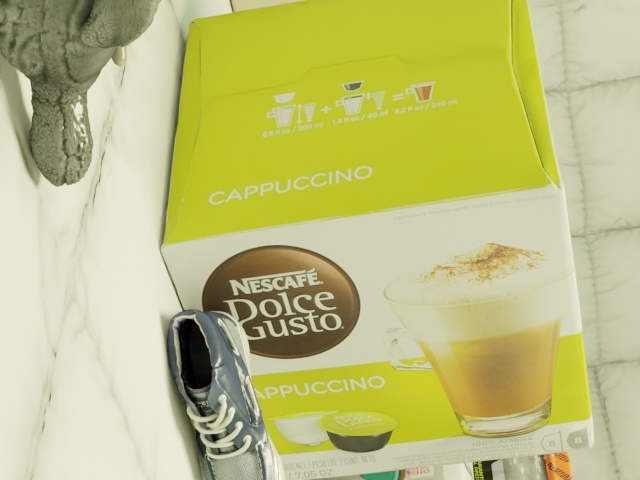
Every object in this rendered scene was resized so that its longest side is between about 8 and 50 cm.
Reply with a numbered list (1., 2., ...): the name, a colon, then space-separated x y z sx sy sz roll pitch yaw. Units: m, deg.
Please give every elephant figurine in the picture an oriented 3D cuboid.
1. elephant figurine: -0.138 -0.163 0.778 0.186 0.169 0.239 17 78 -51

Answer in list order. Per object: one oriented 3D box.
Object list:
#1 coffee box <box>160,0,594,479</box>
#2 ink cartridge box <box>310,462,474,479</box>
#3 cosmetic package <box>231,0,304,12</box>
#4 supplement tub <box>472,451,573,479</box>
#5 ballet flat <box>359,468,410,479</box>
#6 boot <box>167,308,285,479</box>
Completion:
1. coffee box: 0.062 -0.014 1.344 0.338 0.337 0.334 -89 168 -47
2. ink cartridge box: 0.061 0.262 1.502 0.283 0.207 0.117 -89 168 -54
3. cosmetic package: -0.044 -0.383 1.697 0.113 0.160 0.309 -85 163 -61
4. supplement tub: 0.154 0.342 1.709 0.193 0.316 0.194 -9 90 -82
5. ballet flat: 0.033 0.185 1.459 0.079 0.221 0.077 0 111 -44
6. boot: -0.083 0.148 1.135 0.086 0.069 0.190 23 50 -73
